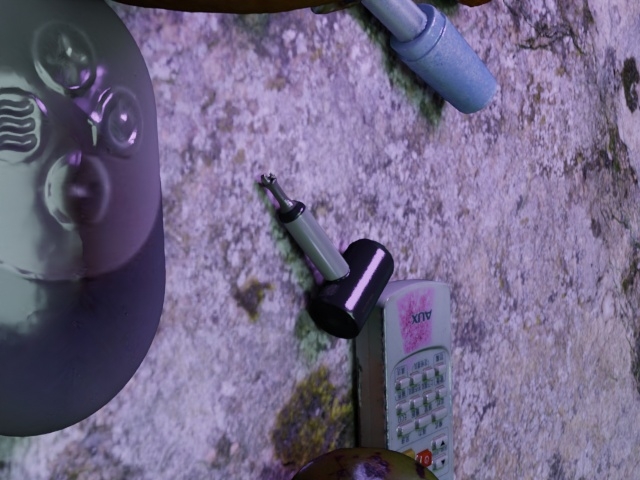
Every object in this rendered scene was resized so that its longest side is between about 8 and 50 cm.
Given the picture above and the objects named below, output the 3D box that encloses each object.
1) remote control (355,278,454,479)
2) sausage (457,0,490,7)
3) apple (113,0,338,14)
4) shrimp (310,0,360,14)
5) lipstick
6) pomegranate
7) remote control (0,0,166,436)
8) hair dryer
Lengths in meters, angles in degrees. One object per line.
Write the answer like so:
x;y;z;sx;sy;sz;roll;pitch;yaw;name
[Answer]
0.098;0.216;1.175;0.145;0.050;0.344;-10;100;-51;remote control
0.162;-0.389;1.149;0.103;0.076;0.302;-23;137;-20;sausage
-0.039;-0.317;0.701;0.400;0.400;0.333;-53;137;-36;apple
0.032;-0.426;1.014;0.221;0.110;0.445;25;66;-47;shrimp
0.101;-0.234;1.146;0.274;0.061;0.068;36;87;-41;lipstick
0.049;0.313;1.027;0.202;0.202;0.248;-53;161;-36;pomegranate
-0.201;-0.027;0.736;0.221;0.103;0.332;-10;102;-49;remote control
0.000;0.000;1.043;0.197;0.057;0.100;54;50;-31;hair dryer
